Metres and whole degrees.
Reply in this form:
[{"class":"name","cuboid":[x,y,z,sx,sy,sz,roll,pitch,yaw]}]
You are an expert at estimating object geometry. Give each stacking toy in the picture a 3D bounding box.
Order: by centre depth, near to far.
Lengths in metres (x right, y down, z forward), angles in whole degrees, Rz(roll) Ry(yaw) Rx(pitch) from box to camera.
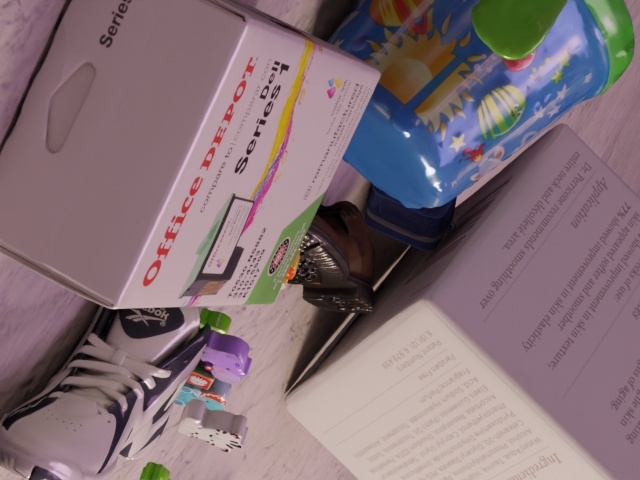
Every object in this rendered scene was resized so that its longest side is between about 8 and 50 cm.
[{"class":"stacking toy","cuboid":[-0.085,0.112,1.302,0.221,0.052,0.167,126,-16,-59]}]

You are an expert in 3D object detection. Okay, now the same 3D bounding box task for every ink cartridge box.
[{"class":"ink cartridge box","cuboid":[-0.086,-0.065,1.080,0.201,0.117,0.278,-64,162,7]}]

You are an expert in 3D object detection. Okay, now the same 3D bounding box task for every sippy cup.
[{"class":"sippy cup","cuboid":[0.113,-0.155,1.376,0.224,0.240,0.305,-46,150,-16]}]

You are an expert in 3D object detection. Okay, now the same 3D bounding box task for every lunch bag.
[{"class":"lunch bag","cuboid":[0.101,-0.035,1.699,0.067,0.098,0.065,-55,165,-39]}]

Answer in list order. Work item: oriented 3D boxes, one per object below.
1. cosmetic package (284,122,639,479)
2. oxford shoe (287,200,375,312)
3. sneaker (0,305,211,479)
[{"class":"cosmetic package","cuboid":[0.247,0.161,1.757,0.329,0.394,0.327,-47,-176,-39]},{"class":"oxford shoe","cuboid":[0.000,0.000,1.531,0.227,0.083,0.096,49,47,-70]},{"class":"sneaker","cuboid":[-0.154,0.094,1.170,0.153,0.094,0.235,-66,163,9]}]
